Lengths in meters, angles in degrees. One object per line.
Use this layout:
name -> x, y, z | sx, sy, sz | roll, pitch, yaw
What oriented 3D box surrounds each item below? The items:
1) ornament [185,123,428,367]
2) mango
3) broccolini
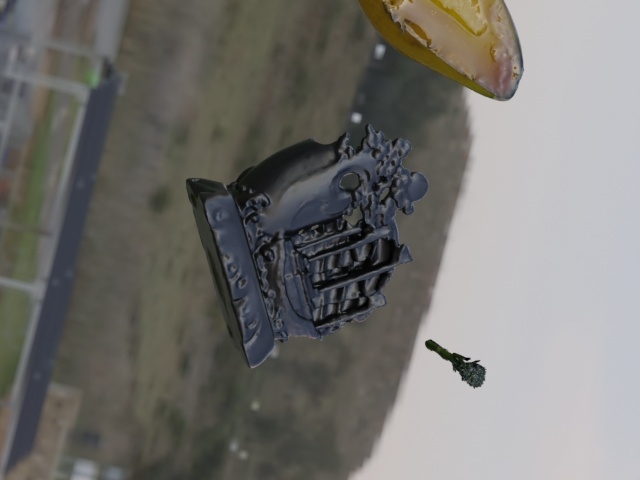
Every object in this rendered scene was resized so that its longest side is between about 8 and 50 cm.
ornament -> 0.000, 0.000, 2.039 | 0.106, 0.260, 0.251 | -120, -164, -67
mango -> 0.090, -0.185, 1.406 | 0.101, 0.187, 0.066 | -47, -174, -20
broccolini -> 0.155, 0.145, 2.163 | 0.140, 0.035, 0.030 | -150, -127, -62
